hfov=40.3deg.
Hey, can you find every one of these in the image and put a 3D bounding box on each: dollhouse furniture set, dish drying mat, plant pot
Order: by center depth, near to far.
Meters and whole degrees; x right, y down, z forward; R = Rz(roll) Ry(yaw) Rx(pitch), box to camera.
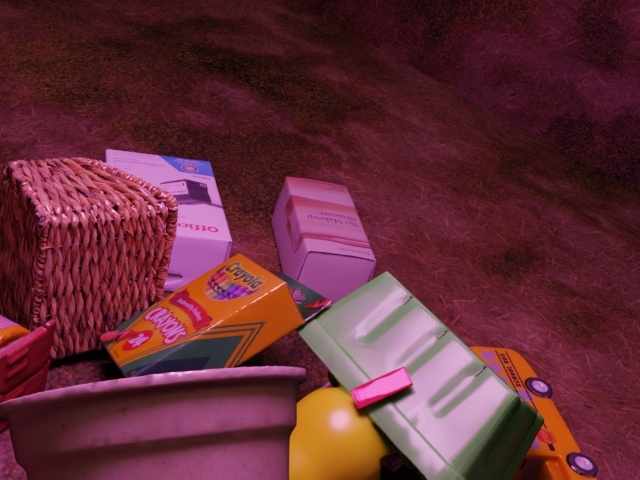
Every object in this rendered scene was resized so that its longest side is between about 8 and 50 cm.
[{"bbox_3d":[-0.159,0.309,0.920,0.333,0.334,0.306,-1,74,-29],"label":"plant pot"},{"bbox_3d":[-0.547,0.202,1.140,0.201,0.152,0.374,25,30,13],"label":"dollhouse furniture set"},{"bbox_3d":[0.084,0.203,1.201,0.083,0.008,0.032,-23,53,-4],"label":"dish drying mat"}]

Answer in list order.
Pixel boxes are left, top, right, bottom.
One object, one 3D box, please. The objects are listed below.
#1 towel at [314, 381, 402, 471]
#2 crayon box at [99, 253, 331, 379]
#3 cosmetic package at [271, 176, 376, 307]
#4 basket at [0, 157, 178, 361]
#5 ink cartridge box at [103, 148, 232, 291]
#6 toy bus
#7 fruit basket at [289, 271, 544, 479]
[{"bbox_3d":[0.087,0.294,1.460,0.197,0.029,0.144,34,36,27],"label":"towel"},{"bbox_3d":[-0.165,0.124,1.340,0.318,0.081,0.202,-31,23,-17],"label":"crayon box"},{"bbox_3d":[0.000,0.000,1.801,0.153,0.129,0.296,8,31,-18],"label":"cosmetic package"},{"bbox_3d":[-0.384,0.018,1.394,0.223,0.299,0.213,-9,38,-35],"label":"basket"},{"bbox_3d":[-0.312,-0.042,1.703,0.223,0.129,0.307,6,31,-20],"label":"ink cartridge box"},{"bbox_3d":[0.336,0.323,1.458,0.130,0.108,0.333,8,31,-16],"label":"toy bus"},{"bbox_3d":[0.086,0.278,1.296,0.392,0.392,0.283,42,1,36],"label":"fruit basket"}]
